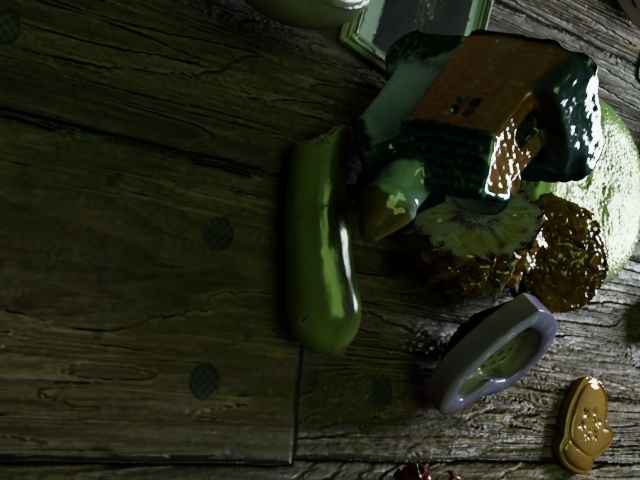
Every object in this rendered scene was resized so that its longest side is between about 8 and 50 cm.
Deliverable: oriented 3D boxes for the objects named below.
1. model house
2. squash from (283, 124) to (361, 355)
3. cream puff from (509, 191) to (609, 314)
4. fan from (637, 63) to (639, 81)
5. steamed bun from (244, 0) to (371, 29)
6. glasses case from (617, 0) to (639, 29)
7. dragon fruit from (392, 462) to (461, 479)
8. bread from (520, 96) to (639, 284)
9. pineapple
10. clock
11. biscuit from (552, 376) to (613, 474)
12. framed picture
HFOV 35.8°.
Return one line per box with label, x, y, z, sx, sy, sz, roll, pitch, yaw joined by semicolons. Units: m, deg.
model house;0.130;-0.083;1.081;0.291;0.253;0.184;-46;136;-27
squash;0.000;0.000;1.082;0.083;0.083;0.250;3;82;-40
cream puff;0.304;0.022;1.288;0.165;0.115;0.150;26;95;-16
fan;0.579;-0.304;1.629;0.132;0.009;0.220;47;60;-29
steamed bun;-0.033;-0.333;1.028;0.232;0.145;0.231;-2;93;-54
glasses case;0.467;-0.442;1.500;0.297;0.075;0.113;49;60;-26
dragon fruit;0.126;0.341;1.137;0.133;0.136;0.165;48;24;-62
bread;0.388;-0.070;1.432;0.301;0.045;0.301;1;89;-41
pineapple;0.184;0.019;1.205;0.176;0.161;0.136;-20;136;-25
clock;0.211;0.125;1.217;0.198;0.064;0.172;-16;141;-39
biscuit;0.383;0.267;1.418;0.118;0.023;0.140;29;68;-34
framed picture;0.142;-0.325;1.258;0.231;0.018;0.293;27;70;-36
